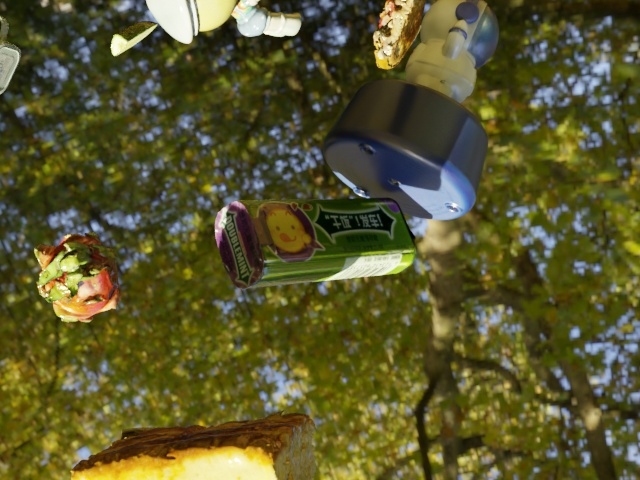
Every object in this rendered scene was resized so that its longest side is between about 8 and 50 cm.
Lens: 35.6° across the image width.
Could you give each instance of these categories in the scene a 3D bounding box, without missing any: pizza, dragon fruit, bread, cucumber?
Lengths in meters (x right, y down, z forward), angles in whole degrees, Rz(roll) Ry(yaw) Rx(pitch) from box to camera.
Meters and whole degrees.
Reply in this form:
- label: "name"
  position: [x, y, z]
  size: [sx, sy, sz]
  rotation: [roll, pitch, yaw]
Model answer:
- label: "pizza"
  position: [0.122, -0.351, 1.476]
  size: [0.053, 0.193, 0.201]
  rotation: [23, -163, 9]
- label: "dragon fruit"
  position: [-0.539, 0.086, 2.167]
  size: [0.198, 0.200, 0.269]
  rotation: [28, -174, 5]
- label: "bread"
  position: [-0.155, 0.294, 1.281]
  size: [0.275, 0.114, 0.185]
  rotation: [-8, -176, 14]
- label: "cucumber"
  position: [-0.383, -0.426, 2.043]
  size: [0.107, 0.035, 0.067]
  rotation: [-45, -173, -40]

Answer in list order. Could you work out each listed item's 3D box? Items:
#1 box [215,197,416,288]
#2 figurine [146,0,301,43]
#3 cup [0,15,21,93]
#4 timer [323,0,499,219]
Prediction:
- label: "box"
  position: [0.000, 0.000, 1.585]
  size: [0.346, 0.134, 0.097]
  rotation: [-5, 157, -45]
- label: "figurine"
  position: [-0.219, -0.537, 2.305]
  size: [0.382, 0.205, 0.224]
  rotation: [12, -178, -20]
- label: "cup"
  position: [-0.551, -0.313, 1.579]
  size: [0.130, 0.128, 0.095]
  rotation: [28, -175, 8]
- label: "timer"
  position: [0.196, -0.257, 1.699]
  size: [0.270, 0.270, 0.383]
  rotation: [12, -111, 36]
